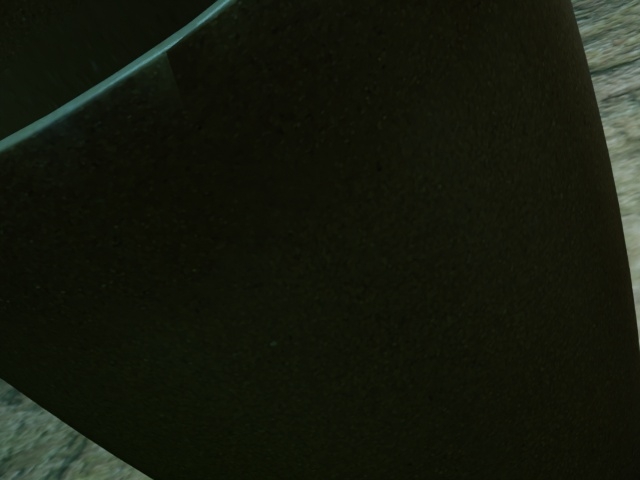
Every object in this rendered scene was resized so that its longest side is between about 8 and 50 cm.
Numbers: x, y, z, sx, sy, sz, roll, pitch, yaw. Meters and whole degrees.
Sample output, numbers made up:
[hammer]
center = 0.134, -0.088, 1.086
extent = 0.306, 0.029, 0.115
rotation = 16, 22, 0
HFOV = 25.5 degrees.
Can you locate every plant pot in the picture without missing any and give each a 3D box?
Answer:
[plant pot]
center = 0.000, 0.000, 0.465
extent = 0.237, 0.254, 0.237
rotation = -25, 30, 16
